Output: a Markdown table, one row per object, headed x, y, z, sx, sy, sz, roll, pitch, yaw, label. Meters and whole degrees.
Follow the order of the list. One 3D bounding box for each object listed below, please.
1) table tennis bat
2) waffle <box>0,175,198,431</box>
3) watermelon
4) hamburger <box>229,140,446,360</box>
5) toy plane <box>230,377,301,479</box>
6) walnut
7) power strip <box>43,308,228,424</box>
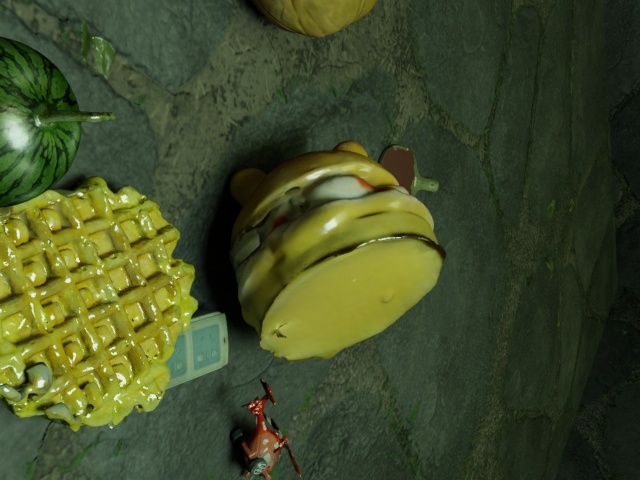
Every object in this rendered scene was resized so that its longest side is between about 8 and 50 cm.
| x | y | z | sx | sy | sz | roll | pitch | yaw | label |
| --- | --- | --- | --- | --- | --- | --- | --- | --- | --- |
| 0.172 | -0.118 | 1.325 | 0.234 | 0.022 | 0.131 | 0 | 95 | -55 | table tennis bat |
| -0.234 | 0.051 | 0.666 | 0.280 | 0.060 | 0.262 | 37 | 46 | -42 | waffle |
| -0.255 | -0.098 | 0.543 | 0.140 | 0.187 | 0.141 | 10 | 78 | -62 | watermelon |
| 0.000 | 0.000 | 0.898 | 0.276 | 0.276 | 0.237 | 31 | 27 | -54 | hamburger |
| -0.077 | 0.277 | 0.933 | 0.077 | 0.126 | 0.194 | -25 | 160 | -21 | toy plane |
| -0.014 | -0.375 | 0.859 | 0.195 | 0.195 | 0.222 | -53 | 129 | -37 | walnut |
| -0.202 | 0.138 | 0.781 | 0.272 | 0.052 | 0.078 | -10 | 101 | -54 | power strip |
